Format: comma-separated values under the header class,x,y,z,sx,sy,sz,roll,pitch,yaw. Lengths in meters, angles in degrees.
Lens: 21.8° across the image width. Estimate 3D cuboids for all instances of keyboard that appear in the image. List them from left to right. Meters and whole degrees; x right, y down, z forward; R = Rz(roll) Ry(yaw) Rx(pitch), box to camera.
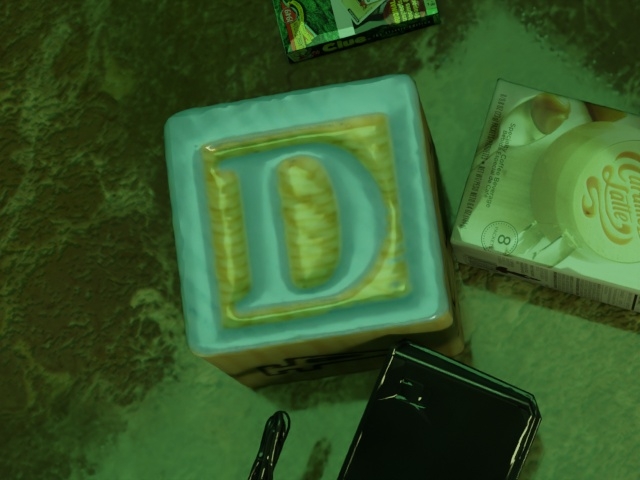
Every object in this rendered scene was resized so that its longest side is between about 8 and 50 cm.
class,x,y,z,sx,sy,sz,roll,pitch,yaw
keyboard,0.021,0.216,1.244,0.201,0.033,0.317,22,110,4

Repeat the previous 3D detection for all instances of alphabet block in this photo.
class,x,y,z,sx,sy,sz,roll,pitch,yaw
alphabet block,0.000,0.000,1.278,0.193,0.197,0.192,-7,78,7

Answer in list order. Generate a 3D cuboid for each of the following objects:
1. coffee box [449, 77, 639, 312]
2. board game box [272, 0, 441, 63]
class,x,y,z,sx,sy,sz,roll,pitch,yaw
coffee box,0.240,-0.023,1.297,0.246,0.098,0.141,15,81,11
board game box,0.007,-0.291,1.424,0.136,0.030,0.259,-16,77,7
